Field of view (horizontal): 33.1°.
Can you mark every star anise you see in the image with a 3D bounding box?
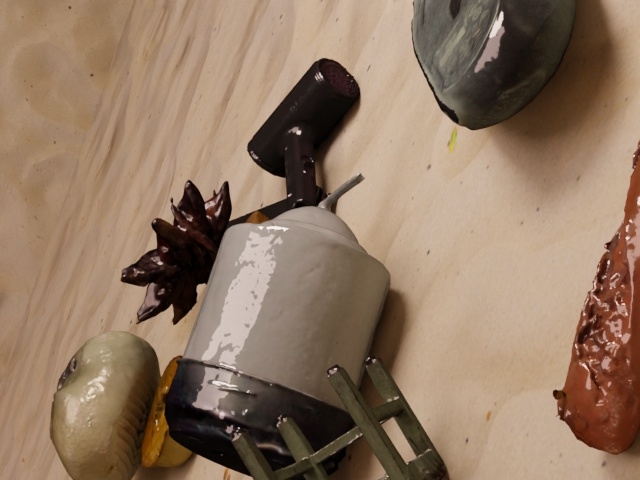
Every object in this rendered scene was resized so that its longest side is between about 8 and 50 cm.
[{"bbox_3d":[-0.194,0.028,1.683,0.102,0.272,0.272,25,94,25],"label":"star anise"}]

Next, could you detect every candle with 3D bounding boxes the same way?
[{"bbox_3d":[-0.039,0.101,1.261,0.221,0.221,0.343,-15,53,61],"label":"candle"}]

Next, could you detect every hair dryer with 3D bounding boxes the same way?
[{"bbox_3d":[-0.023,-0.123,1.570,0.197,0.089,0.251,-46,32,35],"label":"hair dryer"}]

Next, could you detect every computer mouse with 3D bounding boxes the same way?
[{"bbox_3d":[0.192,-0.236,1.185,0.203,0.114,0.374,-57,18,30],"label":"computer mouse"}]

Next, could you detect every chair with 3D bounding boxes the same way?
[{"bbox_3d":[0.054,0.259,1.022,0.136,0.147,0.270,-36,77,13],"label":"chair"}]

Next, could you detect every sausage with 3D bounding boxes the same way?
[{"bbox_3d":[0.266,0.010,0.864,0.087,0.079,0.327,88,-159,-85],"label":"sausage"}]

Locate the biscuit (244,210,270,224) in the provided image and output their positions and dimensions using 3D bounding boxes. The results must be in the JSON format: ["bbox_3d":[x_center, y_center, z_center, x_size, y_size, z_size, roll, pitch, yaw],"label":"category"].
[{"bbox_3d":[-0.103,0.083,1.580,0.301,0.043,0.278,-7,64,63],"label":"biscuit"}]

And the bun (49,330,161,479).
[{"bbox_3d":[-0.358,0.282,1.760,0.273,0.168,0.273,9,-90,-85],"label":"bun"}]

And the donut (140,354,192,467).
[{"bbox_3d":[-0.225,0.274,1.689,0.162,0.065,0.178,-24,50,64],"label":"donut"}]

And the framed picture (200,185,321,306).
[{"bbox_3d":[-0.112,0.066,1.685,0.347,0.016,0.265,-19,53,60],"label":"framed picture"}]

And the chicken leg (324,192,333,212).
[{"bbox_3d":[0.001,-0.001,1.490,0.062,0.037,0.145,147,140,-75],"label":"chicken leg"}]
